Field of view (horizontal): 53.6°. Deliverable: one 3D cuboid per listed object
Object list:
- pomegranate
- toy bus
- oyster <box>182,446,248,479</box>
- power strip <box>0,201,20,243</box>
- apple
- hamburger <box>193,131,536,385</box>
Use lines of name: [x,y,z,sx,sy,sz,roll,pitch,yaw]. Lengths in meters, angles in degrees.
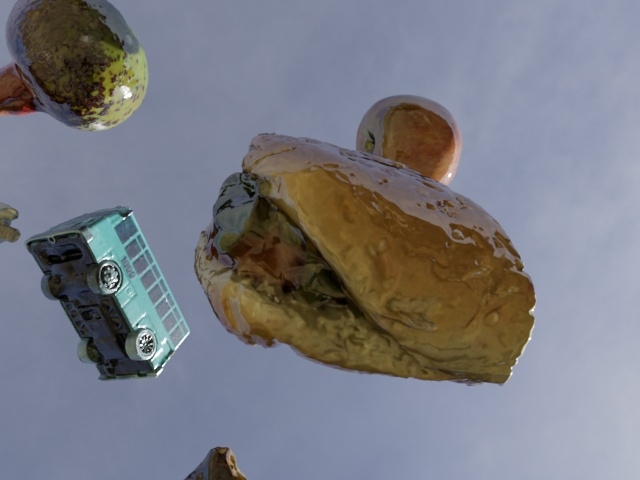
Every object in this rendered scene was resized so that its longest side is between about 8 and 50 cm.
pomegranate: [-0.380,-0.246,0.911,0.248,0.214,0.214,-27,-81,-9]
toy bus: [-0.316,0.076,0.968,0.128,0.147,0.256,-9,-66,25]
oyster: [-0.154,0.300,0.440,0.129,0.078,0.345,31,-94,15]
power strip: [-0.556,-0.056,0.838,0.338,0.098,0.058,19,-76,-1]
apple: [0.158,-0.165,1.132,0.174,0.188,0.188,-3,-86,-17]
hamburger: [-0.003,0.002,0.531,0.209,0.330,0.162,11,-73,-39]
